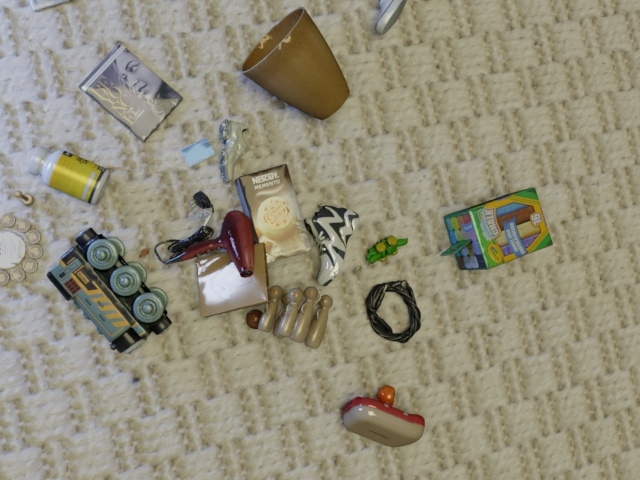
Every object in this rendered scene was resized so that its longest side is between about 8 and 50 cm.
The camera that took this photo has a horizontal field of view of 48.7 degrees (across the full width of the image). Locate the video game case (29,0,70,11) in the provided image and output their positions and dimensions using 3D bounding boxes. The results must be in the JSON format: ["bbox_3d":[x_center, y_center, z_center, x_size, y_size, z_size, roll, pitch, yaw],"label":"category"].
[{"bbox_3d":[-0.716,-0.697,1.863,0.143,0.019,0.157,-24,92,-15],"label":"video game case"}]

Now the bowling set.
[{"bbox_3d":[-0.101,0.179,1.895,0.200,0.287,0.154,14,79,19],"label":"bowling set"}]

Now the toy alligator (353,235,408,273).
[{"bbox_3d":[0.164,0.031,2.035,0.190,0.056,0.051,-29,52,-13],"label":"toy alligator"}]

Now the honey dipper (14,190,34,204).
[{"bbox_3d":[-0.734,-0.107,1.752,0.030,0.161,0.030,1,88,-15],"label":"honey dipper"}]

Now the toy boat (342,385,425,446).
[{"bbox_3d":[0.184,0.478,1.984,0.231,0.151,0.151,25,52,-12],"label":"toy boat"}]

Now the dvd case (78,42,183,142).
[{"bbox_3d":[-0.506,-0.397,1.901,0.221,0.018,0.164,41,79,-9],"label":"dvd case"}]

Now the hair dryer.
[{"bbox_3d":[-0.275,0.013,1.857,0.294,0.080,0.223,27,78,31],"label":"hair dryer"}]

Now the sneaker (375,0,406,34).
[{"bbox_3d":[0.209,-0.723,2.076,0.091,0.094,0.258,26,76,7],"label":"sneaker"}]

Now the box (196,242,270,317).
[{"bbox_3d":[-0.231,0.105,1.865,0.201,0.021,0.164,-14,68,17],"label":"box"}]

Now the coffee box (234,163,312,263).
[{"bbox_3d":[-0.131,-0.069,1.937,0.141,0.098,0.246,-18,92,-14],"label":"coffee box"}]

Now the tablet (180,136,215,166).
[{"bbox_3d":[-0.336,-0.242,1.942,0.083,0.006,0.054,-30,94,-15],"label":"tablet"}]

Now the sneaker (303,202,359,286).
[{"bbox_3d":[0.000,0.000,1.971,0.153,0.094,0.235,25,81,-11],"label":"sneaker"}]

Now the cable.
[{"bbox_3d":[0.211,0.210,2.037,0.151,0.047,0.184,-14,91,-15],"label":"cable"}]

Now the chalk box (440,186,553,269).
[{"bbox_3d":[0.483,-0.021,2.051,0.289,0.180,0.179,-18,92,-16],"label":"chalk box"}]

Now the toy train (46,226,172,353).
[{"bbox_3d":[-0.535,0.132,1.812,0.190,0.142,0.334,-38,99,-1],"label":"toy train"}]

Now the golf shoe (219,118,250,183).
[{"bbox_3d":[-0.233,-0.243,1.940,0.086,0.069,0.176,2,87,-20],"label":"golf shoe"}]

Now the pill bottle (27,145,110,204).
[{"bbox_3d":[-0.642,-0.170,1.809,0.184,0.103,0.103,24,81,-12],"label":"pill bottle"}]

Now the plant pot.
[{"bbox_3d":[-0.046,-0.459,1.935,0.254,0.237,0.237,42,78,-25],"label":"plant pot"}]

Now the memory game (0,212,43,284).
[{"bbox_3d":[-0.804,0.022,1.804,0.186,0.012,0.186,1,86,-14],"label":"memory game"}]
